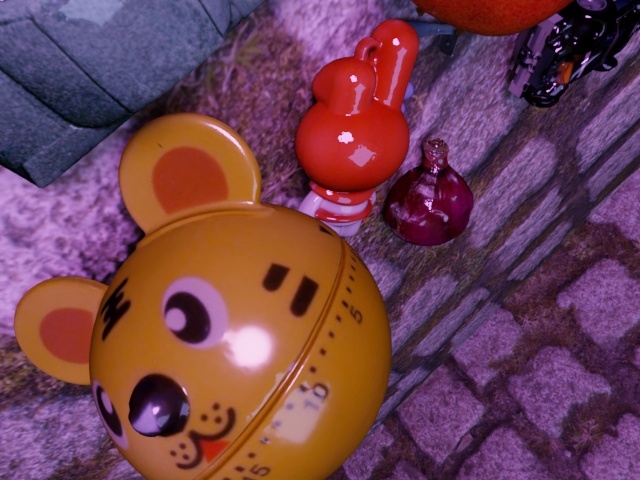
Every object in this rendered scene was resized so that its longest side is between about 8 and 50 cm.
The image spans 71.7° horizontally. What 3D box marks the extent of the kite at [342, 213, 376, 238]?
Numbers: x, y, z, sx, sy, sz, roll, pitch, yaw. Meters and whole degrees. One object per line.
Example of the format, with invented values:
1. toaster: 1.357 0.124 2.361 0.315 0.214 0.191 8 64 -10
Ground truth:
1. kite: 0.000 -0.001 0.782 0.222 0.008 0.125 -3 131 -46

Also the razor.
1. razor: 0.125 -0.274 0.573 0.135 0.040 0.068 -14 138 -27

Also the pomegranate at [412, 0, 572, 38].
1. pomegranate: 0.166 -0.307 0.422 0.221 0.220 0.257 -34 179 -12

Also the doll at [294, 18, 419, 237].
1. doll: 0.043 -0.127 0.567 0.161 0.130 0.290 -15 133 -32

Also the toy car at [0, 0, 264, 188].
1. toy car: -0.145 -0.175 0.335 0.321 0.097 0.141 -41 149 -2

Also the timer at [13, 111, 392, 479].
1. timer: -0.120 0.100 0.511 0.387 0.376 0.376 39 100 -16

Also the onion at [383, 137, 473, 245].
1. onion: 0.206 -0.078 0.792 0.173 0.135 0.198 -27 143 -28

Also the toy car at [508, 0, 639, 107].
1. toy car: 0.456 -0.355 0.748 0.301 0.118 0.193 -35 156 -13
